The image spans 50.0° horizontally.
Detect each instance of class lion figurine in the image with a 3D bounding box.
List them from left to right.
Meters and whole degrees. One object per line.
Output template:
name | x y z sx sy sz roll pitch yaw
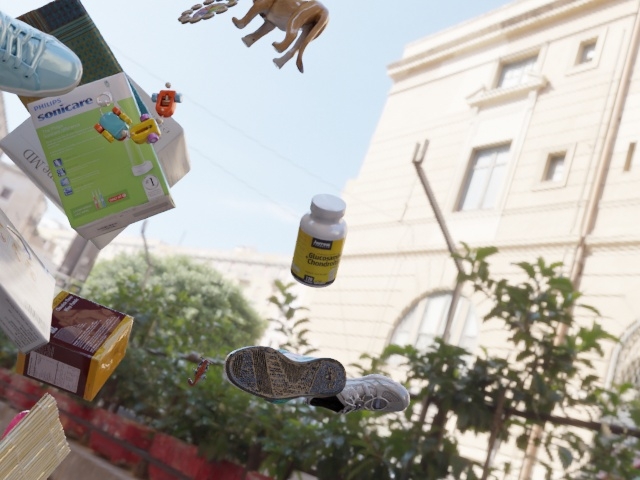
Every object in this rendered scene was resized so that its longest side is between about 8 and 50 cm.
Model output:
lion figurine | -0.073 -0.564 1.708 0.392 0.240 0.142 46 -7 36

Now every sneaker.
sneaker | -0.581 -0.350 1.182 0.365 0.135 0.150 16 -6 -35
sneaker | -0.110 0.288 1.488 0.295 0.124 0.178 15 -21 -35
sneaker | 0.090 0.417 1.781 0.281 0.115 0.105 3 -61 12

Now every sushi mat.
sushi mat | -0.489 0.387 1.007 0.019 0.316 0.151 16 -49 17

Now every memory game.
memory game | -0.303 -0.632 1.866 0.186 0.186 0.012 7 -47 36

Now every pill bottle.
pill bottle | 0.000 0.000 1.437 0.103 0.103 0.184 18 -60 10

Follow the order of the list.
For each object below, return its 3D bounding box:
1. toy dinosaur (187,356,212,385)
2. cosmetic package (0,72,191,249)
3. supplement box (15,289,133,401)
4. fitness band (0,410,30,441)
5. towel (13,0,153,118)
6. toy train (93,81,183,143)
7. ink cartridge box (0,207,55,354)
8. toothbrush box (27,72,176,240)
toy dinosaur | -0.338 0.362 1.887 0.047 0.082 0.090 29 -14 6
cosmetic package | -0.638 -0.246 2.021 0.329 0.394 0.327 43 -15 5
supplement box | -0.588 0.249 1.652 0.194 0.191 0.129 21 -63 0
fitness band | -0.630 0.496 1.406 0.054 0.291 0.209 8 -9 6
towel | -0.601 -0.377 1.653 0.271 0.040 0.370 -20 -55 9
toy train | -0.340 -0.233 1.292 0.166 0.125 0.046 0 -21 8
ink cartridge box | -0.624 0.050 1.342 0.275 0.060 0.239 65 -4 -31
toothbrush box | -0.449 -0.173 1.425 0.206 0.283 0.122 -22 -8 -9
